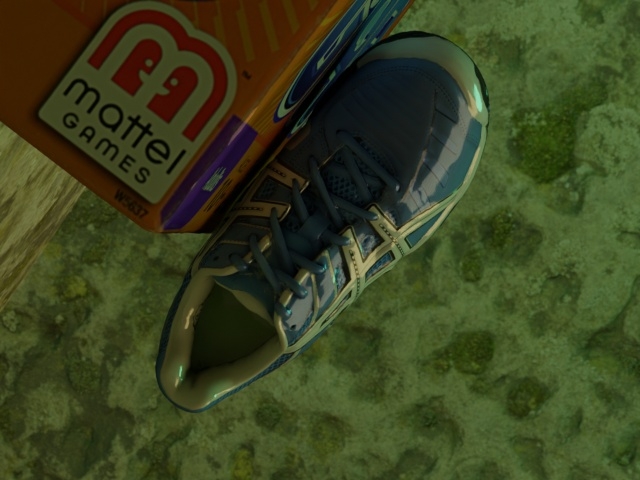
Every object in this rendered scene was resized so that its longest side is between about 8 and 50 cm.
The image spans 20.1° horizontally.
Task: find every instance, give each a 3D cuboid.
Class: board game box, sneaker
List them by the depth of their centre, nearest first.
[{"bbox_3d":[0.000,0.000,0.786,0.211,0.080,0.081,-53,-179,28],"label":"sneaker"},{"bbox_3d":[-0.085,-0.247,0.795,0.356,0.356,0.356,-53,179,2],"label":"board game box"}]
